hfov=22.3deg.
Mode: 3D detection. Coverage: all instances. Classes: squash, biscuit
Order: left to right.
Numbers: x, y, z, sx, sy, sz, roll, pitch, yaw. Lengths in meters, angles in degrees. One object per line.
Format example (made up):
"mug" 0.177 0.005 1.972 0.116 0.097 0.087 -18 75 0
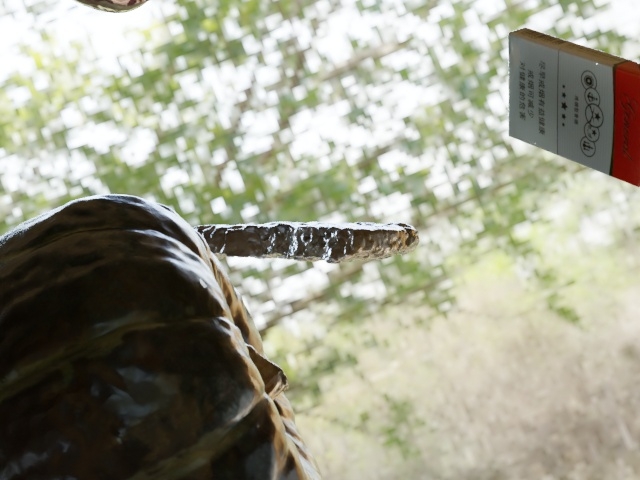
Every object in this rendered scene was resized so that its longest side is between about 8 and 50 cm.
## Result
"squash" -0.095 0.101 0.866 0.165 0.252 0.252 -32 -9 4
"biscuit" 0.000 0.000 1.306 0.133 0.032 0.250 -2 1 -37

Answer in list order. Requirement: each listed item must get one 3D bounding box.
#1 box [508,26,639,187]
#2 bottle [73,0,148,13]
"box" 0.306 -0.152 1.856 0.035 0.139 0.245 -19 28 -32
"bottle" -0.128 -0.289 1.179 0.120 0.253 0.120 19 -10 3
